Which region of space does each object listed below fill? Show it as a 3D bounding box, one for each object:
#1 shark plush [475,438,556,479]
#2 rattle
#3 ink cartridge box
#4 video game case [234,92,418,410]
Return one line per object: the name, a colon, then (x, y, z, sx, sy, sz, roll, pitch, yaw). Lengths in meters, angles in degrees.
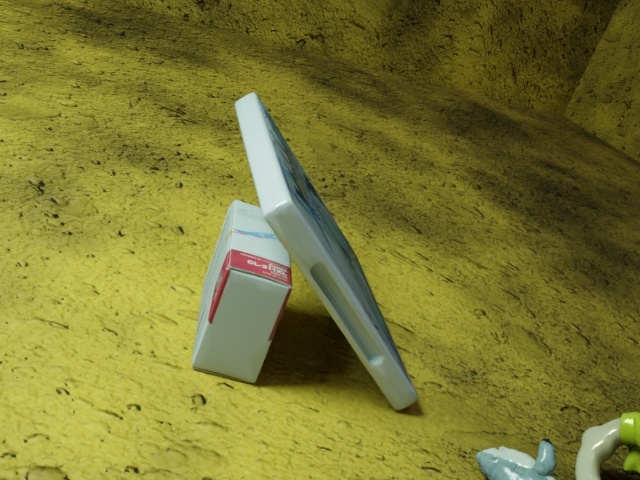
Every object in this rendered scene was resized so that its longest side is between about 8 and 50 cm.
shark plush: (0.209, 0.276, 0.784, 0.067, 0.073, 0.161, -4, 50, -10)
rattle: (0.350, 0.295, 0.844, 0.130, 0.143, 0.200, -12, 35, 10)
ink cartridge box: (-0.085, 0.051, 0.879, 0.072, 0.127, 0.175, 17, 24, -11)
video game case: (0.000, 0.000, 0.949, 0.300, 0.036, 0.329, 57, 6, -30)
